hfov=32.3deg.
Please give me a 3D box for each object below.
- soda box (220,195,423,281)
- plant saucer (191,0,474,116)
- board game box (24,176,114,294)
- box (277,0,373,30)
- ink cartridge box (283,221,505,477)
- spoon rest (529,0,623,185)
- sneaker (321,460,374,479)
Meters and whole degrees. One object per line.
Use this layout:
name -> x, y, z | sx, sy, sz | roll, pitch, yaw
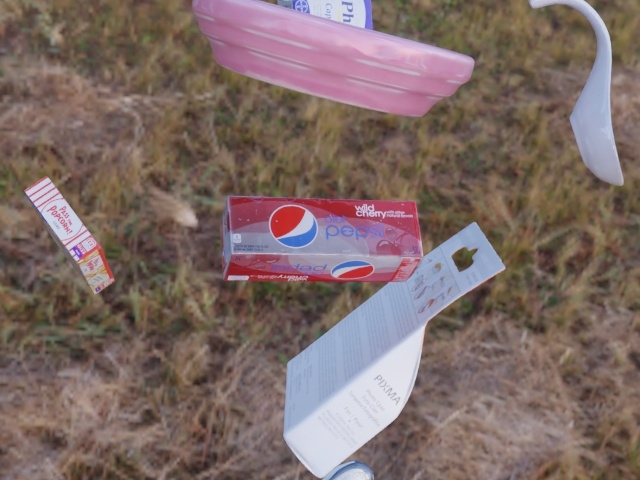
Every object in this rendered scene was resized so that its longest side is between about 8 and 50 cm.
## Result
soda box -> 0.000, 0.000, 1.490 | 0.263, 0.083, 0.092 | 2, 61, -13
plant saucer -> 0.009, -0.214, 1.279 | 0.332, 0.084, 0.332 | 14, 11, -3
board game box -> -0.398, -0.004, 1.764 | 0.045, 0.193, 0.147 | -36, 79, -13
box -> 0.010, -0.326, 1.758 | 0.137, 0.126, 0.072 | -8, 10, -22
ink cartridge box -> 0.116, 0.147, 1.627 | 0.091, 0.385, 0.308 | 51, 8, -10
spoon rest -> 0.357, -0.202, 1.456 | 0.084, 0.276, 0.137 | -20, 12, 15
sneaker -> 0.013, 0.537, 2.027 | 0.110, 0.283, 0.122 | 34, -4, -5
